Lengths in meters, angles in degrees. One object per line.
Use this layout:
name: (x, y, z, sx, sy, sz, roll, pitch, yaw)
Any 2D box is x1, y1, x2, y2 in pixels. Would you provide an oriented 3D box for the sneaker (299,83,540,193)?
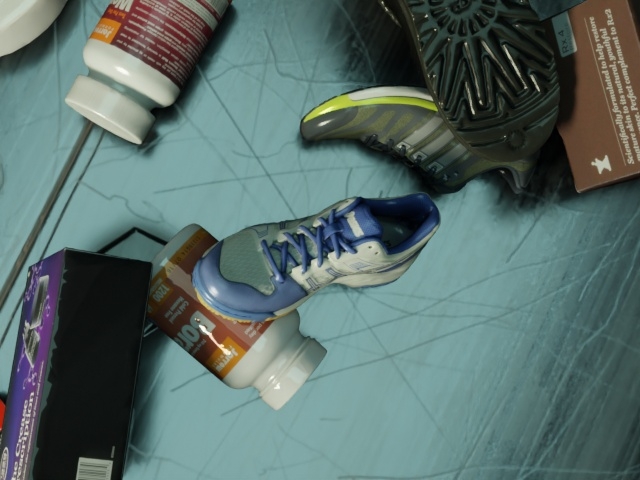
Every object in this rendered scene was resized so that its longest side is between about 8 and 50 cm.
sneaker: (0.124, -0.117, 1.251, 0.300, 0.111, 0.121, 2, 90, -2)

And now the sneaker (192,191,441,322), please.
sneaker: (0.000, 0.000, 1.162, 0.297, 0.131, 0.111, -16, 70, -35)

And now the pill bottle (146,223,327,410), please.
pill bottle: (-0.103, 0.091, 1.208, 0.216, 0.121, 0.121, 40, 84, 0)

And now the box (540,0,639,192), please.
box: (0.431, -0.185, 1.180, 0.382, 0.143, 0.191, -13, 87, -33)

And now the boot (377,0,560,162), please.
boot: (0.139, -0.249, 1.184, 0.131, 0.260, 0.347, -25, 93, 0)

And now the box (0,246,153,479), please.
box: (-0.270, 0.152, 1.137, 0.103, 0.184, 0.261, 11, 77, -23)

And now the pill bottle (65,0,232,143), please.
pill bottle: (-0.198, -0.232, 1.225, 0.121, 0.121, 0.221, 29, 84, -2)

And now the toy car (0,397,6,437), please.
toy car: (-0.490, 0.254, 1.186, 0.225, 0.053, 0.239, 20, 59, 11)

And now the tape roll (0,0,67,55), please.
tape roll: (-0.428, -0.355, 1.228, 0.286, 0.100, 0.286, 0, 86, -4)
